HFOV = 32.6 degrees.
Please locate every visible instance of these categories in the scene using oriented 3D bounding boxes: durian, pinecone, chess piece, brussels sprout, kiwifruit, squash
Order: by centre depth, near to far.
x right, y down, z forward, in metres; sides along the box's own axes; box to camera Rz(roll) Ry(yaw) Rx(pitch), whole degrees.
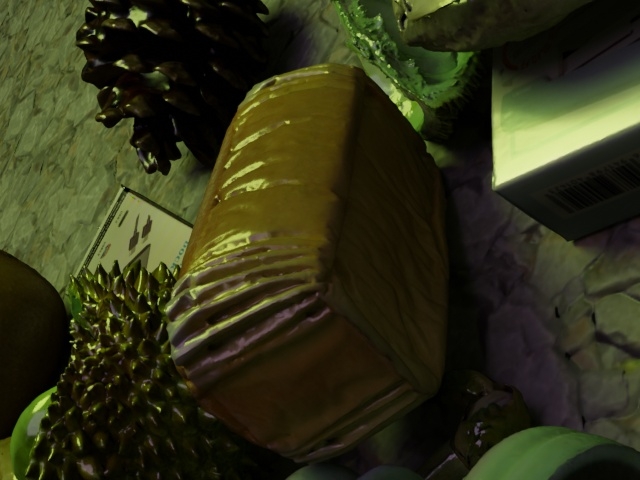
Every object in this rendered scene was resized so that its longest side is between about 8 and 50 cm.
[{"bbox_3d":[0.047,0.163,0.592,0.271,0.139,0.139,-5,63,51],"label":"chess piece"},{"bbox_3d":[0.095,0.102,0.649,0.051,0.046,0.083,-28,35,0],"label":"brussels sprout"},{"bbox_3d":[0.061,0.158,0.671,0.083,0.027,0.027,-48,38,19],"label":"squash"},{"bbox_3d":[-0.112,0.117,0.758,0.237,0.176,0.200,-157,85,-80],"label":"durian"},{"bbox_3d":[0.059,-0.147,0.813,0.086,0.100,0.215,-46,48,15],"label":"durian"},{"bbox_3d":[-0.141,-0.171,1.025,0.184,0.179,0.205,-110,37,-72],"label":"pinecone"},{"bbox_3d":[-0.359,0.119,1.079,0.196,0.196,0.234,24,89,55],"label":"kiwifruit"}]

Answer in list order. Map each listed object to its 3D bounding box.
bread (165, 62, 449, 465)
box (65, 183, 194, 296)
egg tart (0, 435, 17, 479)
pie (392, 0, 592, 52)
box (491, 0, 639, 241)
[{"bbox_3d":[0.000,0.000,0.702,0.119,0.152,0.288,-28,29,26],"label":"bread"},{"bbox_3d":[-0.160,0.033,1.023,0.247,0.033,0.129,25,86,55],"label":"box"},{"bbox_3d":[-0.264,0.267,0.931,0.290,0.115,0.290,-28,48,36],"label":"egg tart"},{"bbox_3d":[0.165,-0.229,0.687,0.337,0.075,0.337,-41,19,18],"label":"pie"},{"bbox_3d":[0.220,-0.111,0.607,0.269,0.079,0.135,-24,49,41],"label":"box"}]
